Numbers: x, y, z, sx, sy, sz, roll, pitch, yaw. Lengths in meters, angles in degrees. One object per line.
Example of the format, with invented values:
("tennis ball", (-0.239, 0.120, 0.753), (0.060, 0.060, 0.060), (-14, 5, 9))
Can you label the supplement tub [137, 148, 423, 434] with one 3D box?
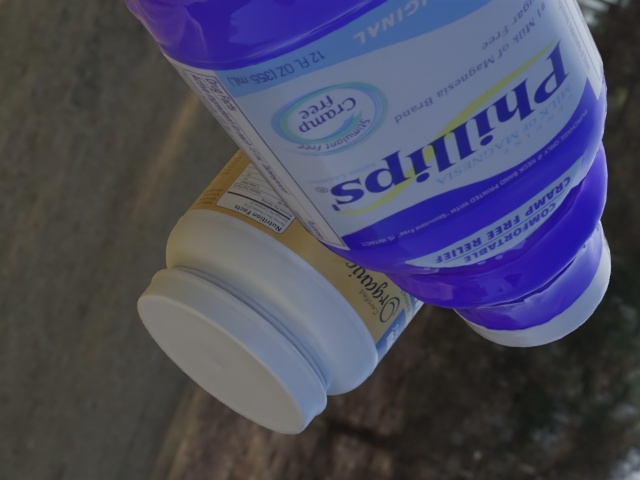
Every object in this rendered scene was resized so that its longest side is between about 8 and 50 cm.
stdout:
("supplement tub", (0.000, 0.000, 1.042), (0.200, 0.144, 0.144), (-52, 172, -21))

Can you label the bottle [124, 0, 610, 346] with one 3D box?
("bottle", (0.034, -0.048, 0.587), (0.118, 0.092, 0.283), (-30, 146, 5))
